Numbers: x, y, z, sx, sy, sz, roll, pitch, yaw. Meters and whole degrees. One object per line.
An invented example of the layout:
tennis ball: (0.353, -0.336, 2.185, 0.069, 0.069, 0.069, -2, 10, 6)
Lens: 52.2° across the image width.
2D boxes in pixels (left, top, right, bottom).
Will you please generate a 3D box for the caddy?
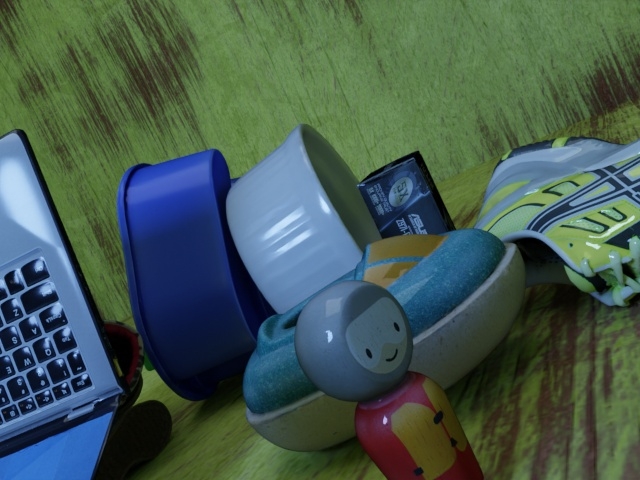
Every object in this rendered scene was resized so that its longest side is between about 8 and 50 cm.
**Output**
caddy: (-0.170, 0.043, 0.900, 0.179, 0.341, 0.241, -17, -19, 11)

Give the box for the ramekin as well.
ramekin: (0.000, 0.000, 0.854, 0.135, 0.277, 0.277, -33, 4, 14)

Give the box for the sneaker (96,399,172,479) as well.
sneaker: (-0.243, 0.240, 0.718, 0.086, 0.064, 0.192, -23, 7, 17)

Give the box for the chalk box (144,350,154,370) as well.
chalk box: (-0.205, 0.145, 1.098, 0.213, 0.132, 0.132, -24, 5, 4)

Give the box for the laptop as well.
laptop: (-0.385, 0.161, 0.522, 0.382, 0.408, 0.236, -24, -4, 14)

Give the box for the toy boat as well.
toy boat: (0.043, 0.072, 0.496, 0.267, 0.148, 0.318, -32, 7, 4)

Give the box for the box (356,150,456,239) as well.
box: (0.126, -0.015, 0.831, 0.077, 0.180, 0.147, -24, 5, 15)

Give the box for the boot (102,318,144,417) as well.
boot: (-0.370, 0.226, 0.763, 0.377, 0.138, 0.284, -28, -8, -28)

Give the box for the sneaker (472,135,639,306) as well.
sneaker: (0.284, -0.013, 0.529, 0.384, 0.145, 0.147, -13, 43, 59)
